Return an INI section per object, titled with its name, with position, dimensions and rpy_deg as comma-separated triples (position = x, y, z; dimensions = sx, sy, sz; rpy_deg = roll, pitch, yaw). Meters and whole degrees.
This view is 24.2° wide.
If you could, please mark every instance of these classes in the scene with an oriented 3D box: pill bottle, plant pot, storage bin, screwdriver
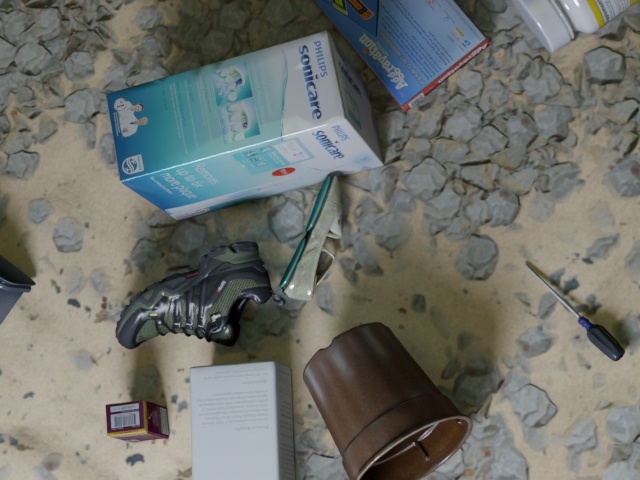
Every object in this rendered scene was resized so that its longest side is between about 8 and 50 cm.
[pill bottle]
position = 0.348, -0.336, 1.873
dimensions = 0.208, 0.119, 0.119
rpy_deg = -35, 71, 5
[plant pot]
position = 0.071, 0.199, 1.806
dimensions = 0.167, 0.167, 0.165
rpy_deg = -35, 64, 5
[storage bin]
position = -0.472, 0.060, 2.021
dimensions = 0.135, 0.098, 0.091
rpy_deg = 33, 98, 20
[screwdriver]
position = 0.307, 0.088, 1.836
dimensions = 0.025, 0.024, 0.170
rpy_deg = -37, 66, -26

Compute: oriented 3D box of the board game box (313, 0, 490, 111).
[board game box]
position = 0.084, -0.318, 1.990
dimensions = 0.145, 0.027, 0.281
rpy_deg = -38, 71, 2

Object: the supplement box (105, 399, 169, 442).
[supplement box]
position = -0.234, 0.232, 1.914
dimensions = 0.055, 0.083, 0.043
rpy_deg = -9, 74, 13

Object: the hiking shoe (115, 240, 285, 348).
[hiking shoe]
position = -0.161, 0.095, 1.926
dimensions = 0.227, 0.086, 0.114
rpy_deg = -32, 77, 14

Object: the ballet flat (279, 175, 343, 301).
[ballet flat]
position = 0.000, 0.000, 1.932
dimensions = 0.052, 0.057, 0.168
rpy_deg = 24, 87, -9

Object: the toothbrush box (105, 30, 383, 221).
[toothbrush box]
position = -0.091, -0.139, 1.895
dimensions = 0.296, 0.216, 0.126
rpy_deg = -15, 74, 10

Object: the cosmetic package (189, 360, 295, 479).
[cosmetic package]
position = -0.096, 0.271, 1.870
dimensions = 0.117, 0.085, 0.231
rpy_deg = -5, 78, 14
